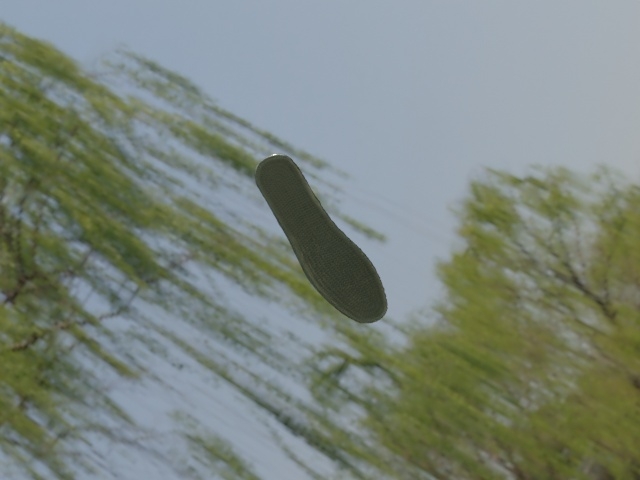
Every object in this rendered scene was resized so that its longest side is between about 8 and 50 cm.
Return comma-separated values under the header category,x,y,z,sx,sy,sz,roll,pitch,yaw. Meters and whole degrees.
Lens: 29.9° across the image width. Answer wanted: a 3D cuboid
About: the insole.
category,x,y,z,sx,sy,sz,roll,pitch,yaw
insole,0.000,0.000,0.918,0.053,0.152,0.002,-30,5,23
